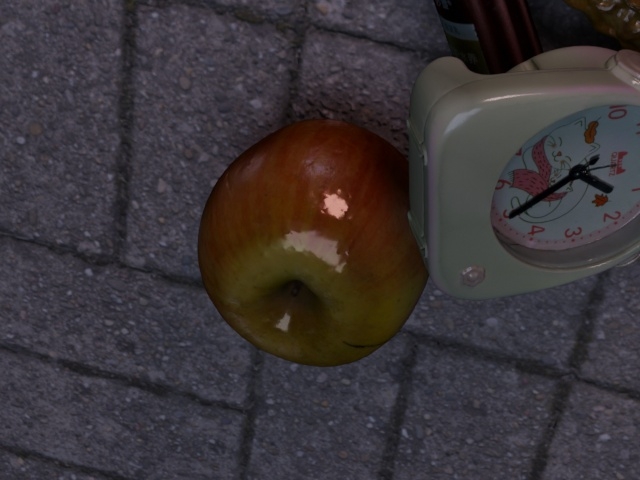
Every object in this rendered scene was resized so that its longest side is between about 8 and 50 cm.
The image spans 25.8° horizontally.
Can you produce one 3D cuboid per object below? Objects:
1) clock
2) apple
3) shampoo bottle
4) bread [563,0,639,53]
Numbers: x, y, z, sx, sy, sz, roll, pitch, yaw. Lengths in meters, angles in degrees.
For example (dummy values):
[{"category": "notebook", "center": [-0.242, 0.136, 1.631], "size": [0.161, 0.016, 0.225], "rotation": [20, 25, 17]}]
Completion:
[{"category": "clock", "center": [0.252, -0.078, 1.424], "size": [0.324, 0.109, 0.265], "rotation": [-10, 130, -8]}, {"category": "apple", "center": [0.000, 0.000, 1.593], "size": [0.285, 0.233, 0.286], "rotation": [8, 130, 10]}, {"category": "shampoo bottle", "center": [0.152, -0.275, 1.429], "size": [0.084, 0.129, 0.323], "rotation": [-30, 119, -12]}, {"category": "bread", "center": [0.341, -0.224, 1.433], "size": [0.367, 0.077, 0.084], "rotation": [39, 127, -11]}]
